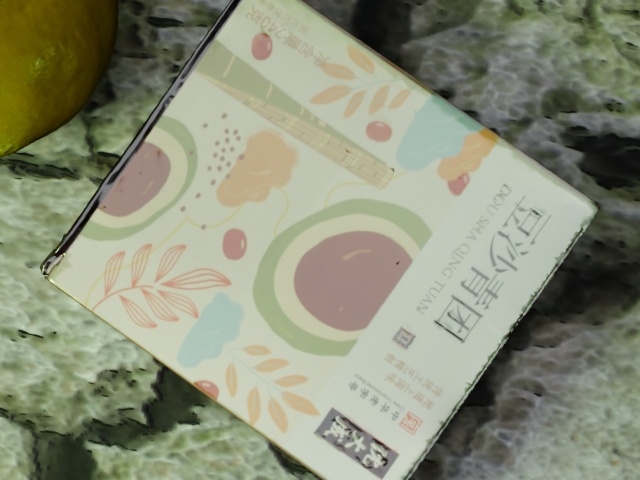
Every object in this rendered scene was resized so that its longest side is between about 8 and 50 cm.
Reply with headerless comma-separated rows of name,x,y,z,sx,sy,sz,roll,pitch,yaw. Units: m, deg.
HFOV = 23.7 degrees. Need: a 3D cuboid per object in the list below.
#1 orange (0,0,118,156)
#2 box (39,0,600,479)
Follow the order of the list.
orange,-0.324,-0.202,1.383,0.279,0.235,0.279,12,51,-16
box,0.000,0.000,1.418,0.385,0.122,0.344,35,91,4
